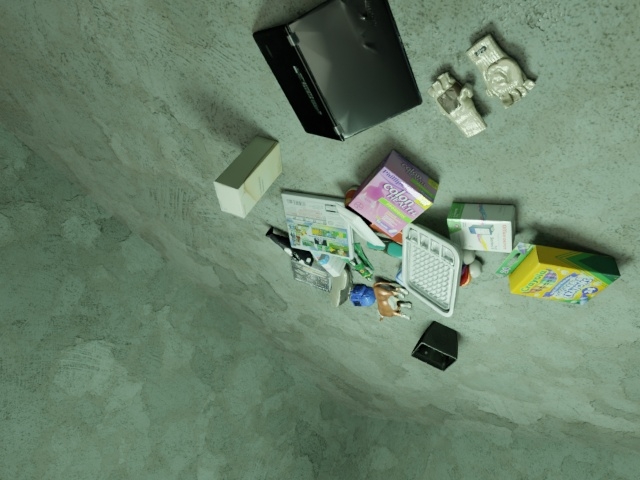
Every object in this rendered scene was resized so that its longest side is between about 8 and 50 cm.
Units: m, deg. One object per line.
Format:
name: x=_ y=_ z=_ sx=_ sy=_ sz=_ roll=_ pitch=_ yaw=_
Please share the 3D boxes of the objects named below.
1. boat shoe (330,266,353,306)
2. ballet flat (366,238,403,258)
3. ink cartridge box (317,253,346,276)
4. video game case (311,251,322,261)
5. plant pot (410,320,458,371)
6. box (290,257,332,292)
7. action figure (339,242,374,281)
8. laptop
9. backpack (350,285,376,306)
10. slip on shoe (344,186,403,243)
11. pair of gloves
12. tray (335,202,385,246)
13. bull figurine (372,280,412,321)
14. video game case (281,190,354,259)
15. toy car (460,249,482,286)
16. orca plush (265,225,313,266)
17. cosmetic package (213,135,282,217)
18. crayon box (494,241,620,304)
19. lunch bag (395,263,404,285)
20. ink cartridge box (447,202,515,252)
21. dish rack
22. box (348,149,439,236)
boat shoe: x=0.121 y=0.230 z=2.142 sx=0.112 sy=0.095 sz=0.335 roll=55 pitch=152 yaw=30
ballet flat: x=0.296 y=0.032 z=1.781 sx=0.188 sy=0.070 sz=0.070 roll=21 pitch=144 yaw=20
ink cartridge box: x=0.057 y=0.104 z=1.968 sx=0.122 sy=0.089 sz=0.052 roll=44 pitch=143 yaw=-21
video game case: x=0.000 y=0.000 z=1.982 sx=0.203 sy=0.025 sz=0.285 roll=-5 pitch=132 yaw=40
plant pot: x=0.597 y=0.531 z=2.084 sx=0.187 sy=0.167 sz=0.188 roll=24 pitch=144 yaw=9
box: x=-0.043 y=0.177 z=2.206 sx=0.230 sy=0.056 sz=0.183 roll=17 pitch=143 yaw=17
action figure: x=0.189 y=0.120 z=1.961 sx=0.137 sy=0.064 sz=0.232 roll=-20 pitch=127 yaw=32
laptop: x=0.044 y=-0.542 z=1.281 sx=0.408 sy=0.236 sz=0.382 roll=32 pitch=159 yaw=54
backpack: x=0.224 y=0.290 z=2.116 sx=0.120 sy=0.098 sz=0.101 roll=-2 pitch=131 yaw=39
slip on shoe: x=0.229 y=-0.082 z=1.647 sx=0.331 sy=0.101 sz=0.123 roll=37 pitch=143 yaw=-12
pair of gloves: x=0.435 y=-0.419 z=1.128 sx=0.204 sy=0.042 sz=0.240 roll=41 pitch=142 yaw=-9
tray: x=0.160 y=-0.054 z=1.672 sx=0.145 sy=0.030 sz=0.270 roll=34 pitch=176 yaw=41
bull figurine: x=0.357 y=0.318 z=2.054 sx=0.188 sy=0.101 sz=0.311 roll=2 pitch=141 yaw=26
video game case: x=-0.009 y=-0.069 z=1.843 sx=0.328 sy=0.036 sz=0.300 roll=11 pitch=129 yaw=25
toy car: x=0.543 y=0.110 z=1.624 sx=0.159 sy=0.136 sz=0.182 roll=-8 pitch=130 yaw=42
orca plush: x=-0.137 y=0.014 z=2.078 sx=0.287 sy=0.102 sz=0.151 roll=40 pitch=-170 yaw=4
cosmetic package: x=-0.277 y=-0.256 z=1.614 sx=0.113 sy=0.310 sz=0.160 roll=19 pitch=144 yaw=16
crayon box: x=0.809 y=0.120 z=1.414 sx=0.322 sy=0.083 sz=0.203 roll=10 pitch=143 yaw=1
lunch bag: x=0.456 y=0.171 z=1.809 sx=0.218 sy=0.090 sz=0.176 roll=32 pitch=148 yaw=-1
ink cartridge box: x=0.573 y=-0.047 z=1.446 sx=0.212 sy=0.093 sz=0.154 roll=4 pitch=138 yaw=30
dish rack: x=0.437 y=0.103 z=1.583 sx=0.285 sy=0.072 sz=0.333 roll=36 pitch=140 yaw=47
box: x=0.264 y=-0.165 z=1.483 sx=0.213 sy=0.117 sz=0.243 roll=36 pitch=139 yaw=-7
